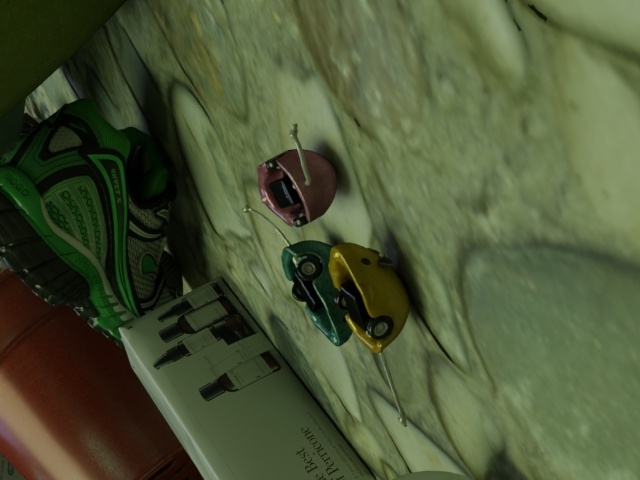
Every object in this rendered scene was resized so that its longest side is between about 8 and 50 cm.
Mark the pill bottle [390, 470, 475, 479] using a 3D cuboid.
[{"bbox_3d":[0.066,0.216,0.601,0.117,0.117,0.215,47,158,42],"label":"pill bottle"}]

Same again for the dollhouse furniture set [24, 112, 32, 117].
[{"bbox_3d":[-0.457,-0.267,1.440,0.259,0.135,0.262,40,156,25],"label":"dollhouse furniture set"}]

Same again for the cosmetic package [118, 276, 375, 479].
[{"bbox_3d":[-0.061,0.137,0.886,0.239,0.098,0.060,48,159,38],"label":"cosmetic package"}]

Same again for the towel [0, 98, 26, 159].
[{"bbox_3d":[-0.321,-0.130,1.005,0.325,0.038,0.248,67,-150,-82],"label":"towel"}]

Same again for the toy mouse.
[{"bbox_3d":[0.000,0.000,0.605,0.143,0.031,0.161,34,148,57],"label":"toy mouse"}]

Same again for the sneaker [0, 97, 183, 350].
[{"bbox_3d":[-0.166,-0.004,0.953,0.134,0.146,0.343,44,174,14],"label":"sneaker"}]

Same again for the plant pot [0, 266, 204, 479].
[{"bbox_3d":[-0.240,0.181,1.247,0.265,0.272,0.272,46,159,22],"label":"plant pot"}]

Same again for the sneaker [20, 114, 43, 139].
[{"bbox_3d":[-0.264,-0.069,1.206,0.108,0.100,0.271,36,172,-31],"label":"sneaker"}]

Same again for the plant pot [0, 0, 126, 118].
[{"bbox_3d":[-0.282,-0.160,0.732,0.275,0.293,0.275,54,162,27],"label":"plant pot"}]

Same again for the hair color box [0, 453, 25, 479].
[{"bbox_3d":[-0.422,0.260,1.496,0.374,0.113,0.185,52,-145,-67],"label":"hair color box"}]
